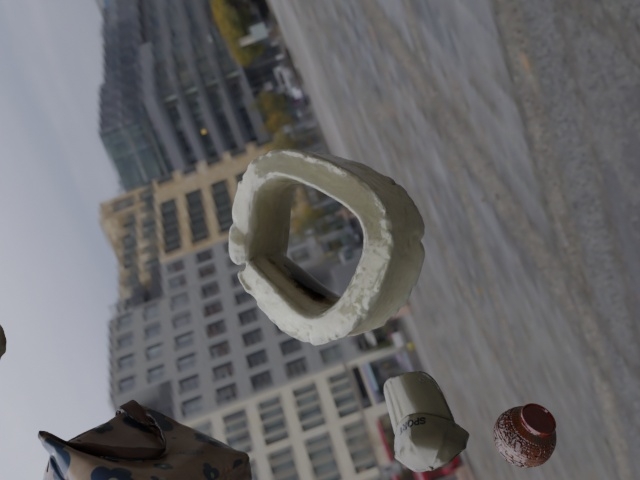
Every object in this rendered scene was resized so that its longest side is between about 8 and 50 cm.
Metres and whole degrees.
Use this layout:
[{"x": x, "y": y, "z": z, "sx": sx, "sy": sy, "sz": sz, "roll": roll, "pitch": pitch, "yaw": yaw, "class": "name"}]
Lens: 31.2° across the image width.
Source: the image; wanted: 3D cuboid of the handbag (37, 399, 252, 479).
[{"x": -0.227, "y": 0.306, "z": 1.360, "sx": 0.193, "sy": 0.190, "sz": 0.251, "roll": 32, "pitch": -163, "yaw": 18, "class": "handbag"}]

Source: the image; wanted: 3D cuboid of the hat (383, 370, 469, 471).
[{"x": 0.164, "y": 0.322, "z": 2.029, "sx": 0.175, "sy": 0.147, "sz": 0.085, "roll": 65, "pitch": -159, "yaw": 5, "class": "hat"}]

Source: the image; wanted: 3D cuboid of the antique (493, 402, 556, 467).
[{"x": 0.317, "y": 0.306, "z": 1.786, "sx": 0.104, "sy": 0.104, "sz": 0.104, "roll": -21, "pitch": -90, "yaw": -89, "class": "antique"}]

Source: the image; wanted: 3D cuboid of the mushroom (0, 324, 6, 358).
[{"x": -0.503, "y": 0.059, "z": 1.341, "sx": 0.290, "sy": 0.297, "sz": 0.297, "roll": 48, "pitch": 172, "yaw": 24, "class": "mushroom"}]

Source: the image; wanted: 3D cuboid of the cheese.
[{"x": -0.003, "y": 0.002, "z": 1.946, "sx": 0.332, "sy": 0.292, "sz": 0.153, "roll": 37, "pitch": -163, "yaw": 25, "class": "cheese"}]
